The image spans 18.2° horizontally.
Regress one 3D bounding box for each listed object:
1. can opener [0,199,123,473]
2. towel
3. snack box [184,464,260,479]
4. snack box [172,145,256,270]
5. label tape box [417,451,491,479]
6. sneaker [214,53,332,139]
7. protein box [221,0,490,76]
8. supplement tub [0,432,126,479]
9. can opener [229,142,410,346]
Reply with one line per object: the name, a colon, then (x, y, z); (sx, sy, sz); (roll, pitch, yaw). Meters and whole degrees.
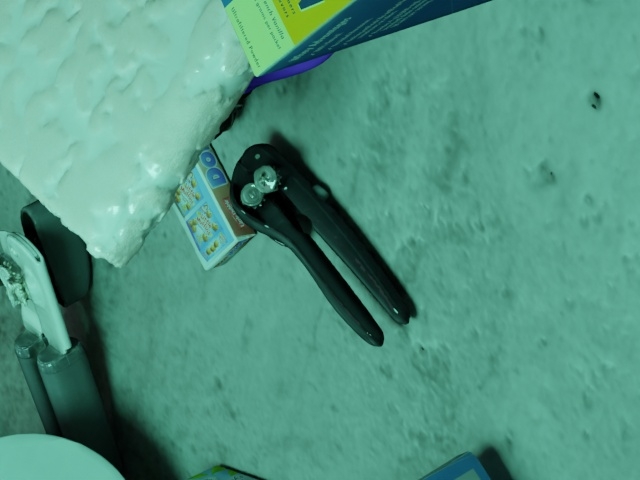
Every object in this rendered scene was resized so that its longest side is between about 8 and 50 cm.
can opener: (-0.226, 0.099, 1.792); (0.074, 0.093, 0.280); (29, 139, 46)
towel: (-0.135, -0.195, 1.370); (0.317, 0.053, 0.332); (40, 101, 37)
snack box: (-0.035, 0.292, 1.632); (0.207, 0.070, 0.174); (10, 116, 53)
snack box: (-0.111, -0.067, 1.584); (0.178, 0.022, 0.064); (62, 145, 9)
label tape box: (0.041, 0.342, 1.438); (0.347, 0.115, 0.249); (-40, 79, 39)
sneaker: (-0.087, -0.132, 1.458); (0.293, 0.102, 0.146); (1, 145, 35)
protein box: (0.060, -0.209, 1.106); (0.200, 0.201, 0.136); (-31, 82, 56)
supplement tub: (-0.267, 0.320, 1.788); (0.228, 0.228, 0.316); (56, 156, 18)
can opener: (0.000, 0.000, 1.450); (0.186, 0.073, 0.059); (45, 101, 27)
